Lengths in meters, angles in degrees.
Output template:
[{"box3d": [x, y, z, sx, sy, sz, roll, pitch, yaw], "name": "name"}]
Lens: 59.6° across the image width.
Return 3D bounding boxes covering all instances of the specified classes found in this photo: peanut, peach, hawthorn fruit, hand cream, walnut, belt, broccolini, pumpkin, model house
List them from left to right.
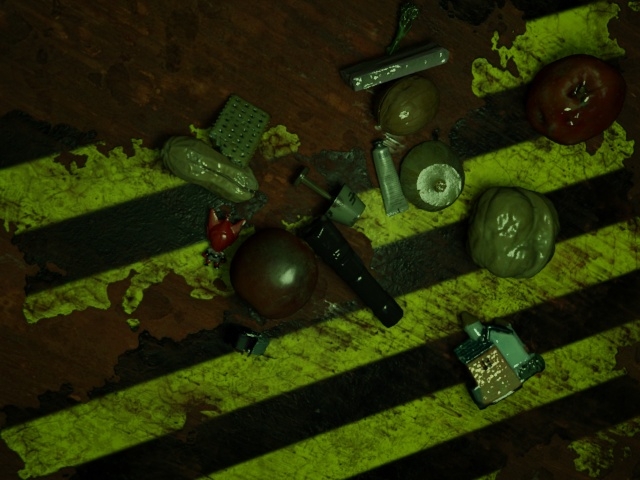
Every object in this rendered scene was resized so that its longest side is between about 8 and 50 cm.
[{"box3d": [-0.309, -0.200, 1.564, 0.290, 0.130, 0.130, 25, 93, -14], "name": "peanut"}, {"box3d": [-0.218, 0.292, 1.660, 0.139, 0.105, 0.058, 24, 93, -22], "name": "belt"}, {"box3d": [-0.126, 0.089, 1.582, 0.252, 0.252, 0.253, -1, 98, -10], "name": "peach"}, {"box3d": [0.207, -0.191, 1.697, 0.080, 0.050, 0.234, -22, 105, -13], "name": "hand cream"}, {"box3d": [0.217, -0.595, 1.640, 0.058, 0.067, 0.216, 28, 101, -9], "name": "broccolini"}, {"box3d": [0.248, -0.389, 1.613, 0.207, 0.167, 0.167, -37, 102, -15], "name": "walnut"}, {"box3d": [0.355, -0.188, 1.682, 0.217, 0.110, 0.218, -3, 101, -16], "name": "pumpkin"}, {"box3d": [0.533, 0.344, 1.779, 0.253, 0.184, 0.291, -31, 88, 2], "name": "model house"}, {"box3d": [0.571, -0.024, 1.673, 0.281, 0.253, 0.277, 2, 100, -11], "name": "walnut"}, {"box3d": [0.749, -0.418, 1.644, 0.275, 0.299, 0.276, 1, 93, 14], "name": "hawthorn fruit"}]

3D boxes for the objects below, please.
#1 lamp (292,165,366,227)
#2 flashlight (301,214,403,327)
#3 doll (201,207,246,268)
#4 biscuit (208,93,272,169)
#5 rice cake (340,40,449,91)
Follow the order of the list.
[{"box3d": [0.025, -0.130, 1.636, 0.214, 0.121, 0.121, 36, 91, -3], "name": "lamp"}, {"box3d": [0.105, 0.102, 1.668, 0.103, 0.103, 0.424, -41, 112, -2], "name": "flashlight"}, {"box3d": [-0.293, 0.000, 1.628, 0.109, 0.057, 0.169, 19, 94, -9], "name": "doll"}, {"box3d": [-0.230, -0.312, 1.571, 0.143, 0.016, 0.203, 29, 63, -12], "name": "biscuit"}, {"box3d": [0.212, -0.496, 1.591, 0.297, 0.106, 0.050, -18, 124, -3], "name": "rice cake"}]
